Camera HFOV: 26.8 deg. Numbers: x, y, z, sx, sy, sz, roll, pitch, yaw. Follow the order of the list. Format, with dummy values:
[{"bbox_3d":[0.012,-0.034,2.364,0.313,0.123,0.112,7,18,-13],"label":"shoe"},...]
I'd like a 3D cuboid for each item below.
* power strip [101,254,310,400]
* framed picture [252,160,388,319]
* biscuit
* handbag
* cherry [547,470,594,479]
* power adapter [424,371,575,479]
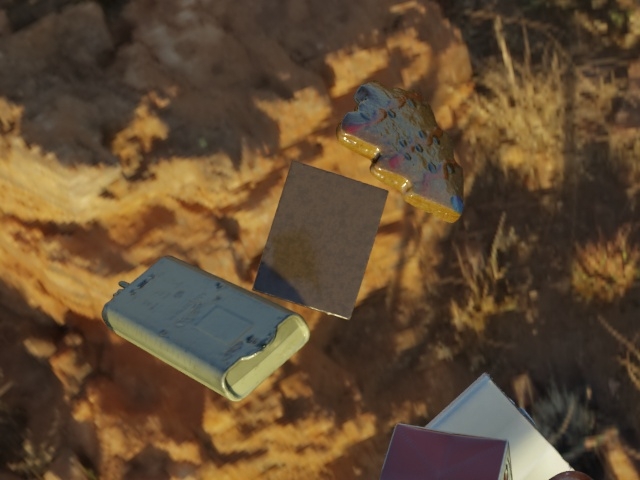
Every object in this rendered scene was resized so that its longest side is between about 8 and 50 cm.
[{"bbox_3d":[-0.115,0.068,1.188,0.092,0.034,0.268,-41,33,-21],"label":"power strip"},{"bbox_3d":[0.000,0.000,1.663,0.127,0.023,0.169,17,84,-4],"label":"framed picture"},{"bbox_3d":[0.073,-0.071,1.053,0.119,0.019,0.130,-29,81,-47],"label":"biscuit"},{"bbox_3d":[0.129,0.375,1.531,0.151,0.171,0.298,5,50,17],"label":"handbag"},{"bbox_3d":[0.318,0.359,1.698,0.090,0.225,0.107,14,63,26],"label":"cherry"},{"bbox_3d":[0.210,0.341,1.937,0.255,0.124,0.187,-42,42,1],"label":"power adapter"}]
